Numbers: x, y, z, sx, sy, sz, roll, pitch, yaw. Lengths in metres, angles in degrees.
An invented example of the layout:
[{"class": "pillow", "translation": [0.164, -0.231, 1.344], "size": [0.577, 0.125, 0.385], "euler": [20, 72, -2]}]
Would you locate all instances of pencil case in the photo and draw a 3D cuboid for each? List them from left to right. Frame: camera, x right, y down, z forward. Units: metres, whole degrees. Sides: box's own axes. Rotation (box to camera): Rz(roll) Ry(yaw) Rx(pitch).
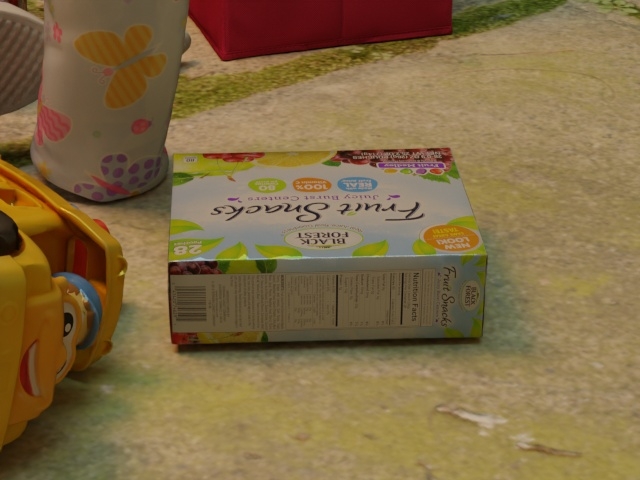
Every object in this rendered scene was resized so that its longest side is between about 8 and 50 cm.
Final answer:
[{"class": "pencil case", "translation": [-0.158, -0.164, 1.115], "size": [0.113, 0.273, 0.124], "euler": [-3, 38, -18]}]

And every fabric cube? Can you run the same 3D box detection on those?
[{"class": "fabric cube", "translation": [-0.021, -0.357, 1.499], "size": [0.259, 0.258, 0.254], "euler": [-9, 30, -18]}]

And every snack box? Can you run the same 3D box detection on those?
[{"class": "snack box", "translation": [0.000, 0.000, 1.019], "size": [0.207, 0.070, 0.174], "euler": [-2, 27, -2]}]

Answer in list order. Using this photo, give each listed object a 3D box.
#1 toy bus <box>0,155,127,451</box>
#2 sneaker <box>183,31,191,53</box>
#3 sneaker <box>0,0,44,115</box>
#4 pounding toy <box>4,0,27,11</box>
[{"class": "toy bus", "translation": [-0.196, 0.028, 0.912], "size": [0.211, 0.149, 0.220], "euler": [-5, 26, -45]}, {"class": "sneaker", "translation": [-0.151, -0.164, 1.369], "size": [0.098, 0.038, 0.069], "euler": [-27, 38, -25]}, {"class": "sneaker", "translation": [-0.356, -0.174, 1.178], "size": [0.282, 0.102, 0.161], "euler": [-1, 32, -24]}, {"class": "pounding toy", "translation": [-0.354, -0.210, 1.324], "size": [0.155, 0.154, 0.269], "euler": [-1, 27, -3]}]
